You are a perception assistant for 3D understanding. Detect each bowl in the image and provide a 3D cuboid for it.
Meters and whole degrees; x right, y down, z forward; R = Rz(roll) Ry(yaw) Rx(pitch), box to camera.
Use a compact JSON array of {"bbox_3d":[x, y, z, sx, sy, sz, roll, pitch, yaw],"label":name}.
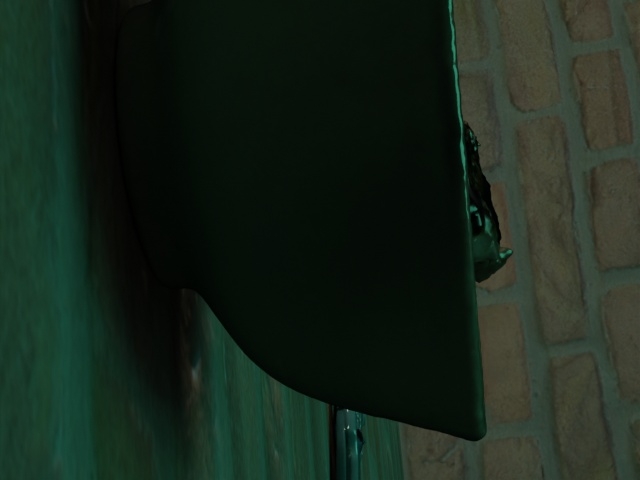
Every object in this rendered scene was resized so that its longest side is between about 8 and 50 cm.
[{"bbox_3d":[-0.008,-0.051,0.638,0.289,0.146,0.289,-5,90,-85],"label":"bowl"}]

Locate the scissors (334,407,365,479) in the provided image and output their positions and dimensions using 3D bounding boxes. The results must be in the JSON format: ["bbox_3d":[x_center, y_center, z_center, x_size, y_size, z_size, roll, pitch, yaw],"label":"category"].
[{"bbox_3d":[0.028,0.183,1.402,0.393,0.032,0.180,-89,170,-57],"label":"scissors"}]

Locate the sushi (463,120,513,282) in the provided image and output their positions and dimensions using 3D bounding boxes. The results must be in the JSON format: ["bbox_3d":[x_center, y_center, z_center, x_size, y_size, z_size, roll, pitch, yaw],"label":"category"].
[{"bbox_3d":[0.064,-0.041,1.204,0.343,0.196,0.182,45,45,-82],"label":"sushi"}]
